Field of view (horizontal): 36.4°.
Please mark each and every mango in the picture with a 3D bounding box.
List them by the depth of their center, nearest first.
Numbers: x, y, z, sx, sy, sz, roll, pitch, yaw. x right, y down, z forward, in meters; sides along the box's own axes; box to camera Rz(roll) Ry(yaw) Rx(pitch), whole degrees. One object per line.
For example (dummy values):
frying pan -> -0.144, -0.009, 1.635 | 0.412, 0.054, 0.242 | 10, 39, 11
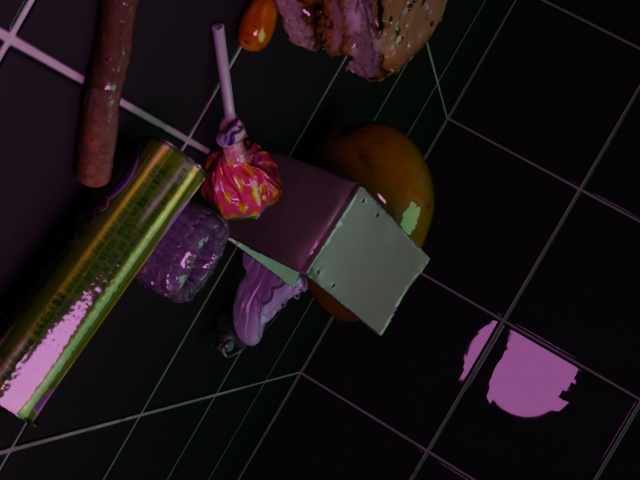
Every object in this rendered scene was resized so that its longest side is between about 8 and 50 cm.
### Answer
mango -> -0.081, -0.295, 1.297 | 0.060, 0.046, 0.089 | 61, 48, -76
mango -> 0.076, -0.032, 1.968 | 0.232, 0.300, 0.445 | -26, 139, -40

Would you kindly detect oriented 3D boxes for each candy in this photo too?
candy -> -0.122, -0.162, 1.368 | 0.124, 0.124, 0.365 | -53, 159, -30

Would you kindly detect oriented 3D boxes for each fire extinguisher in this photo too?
fire extinguisher -> -0.144, 0.148, 2.004 | 0.294, 0.093, 0.118 | -49, 142, -42

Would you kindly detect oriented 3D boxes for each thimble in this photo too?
thimble -> -0.204, 0.012, 1.396 | 0.150, 0.098, 0.150 | -57, 169, -17

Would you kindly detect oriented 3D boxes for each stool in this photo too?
stool -> 0.000, 0.000, 1.647 | 0.170, 0.243, 0.270 | -57, 138, -8

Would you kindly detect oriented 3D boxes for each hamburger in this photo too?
hamburger -> 0.066, -0.393, 1.247 | 0.277, 0.195, 0.318 | -52, 151, -27

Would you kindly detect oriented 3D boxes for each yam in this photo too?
yam -> -0.213, -0.190, 0.990 | 0.045, 0.045, 0.327 | -21, 145, -39

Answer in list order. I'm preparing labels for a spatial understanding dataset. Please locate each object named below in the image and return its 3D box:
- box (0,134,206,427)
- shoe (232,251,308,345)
box -> -0.269, 0.042, 1.113 | 0.345, 0.097, 0.134 | -57, -155, -16
shoe -> -0.088, 0.091, 1.870 | 0.095, 0.138, 0.245 | -22, 124, -71
